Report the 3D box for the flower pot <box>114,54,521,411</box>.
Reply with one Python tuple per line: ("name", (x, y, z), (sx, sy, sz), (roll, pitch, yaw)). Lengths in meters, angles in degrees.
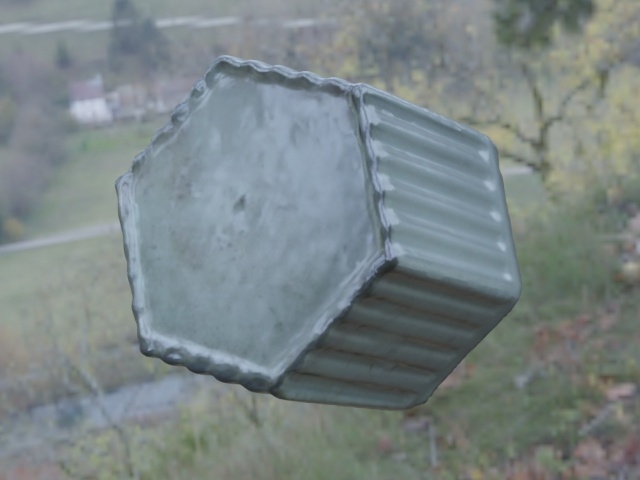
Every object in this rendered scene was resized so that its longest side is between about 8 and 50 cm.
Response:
("flower pot", (0.000, 0.000, 1.098), (0.209, 0.239, 0.189), (52, 18, 28))
